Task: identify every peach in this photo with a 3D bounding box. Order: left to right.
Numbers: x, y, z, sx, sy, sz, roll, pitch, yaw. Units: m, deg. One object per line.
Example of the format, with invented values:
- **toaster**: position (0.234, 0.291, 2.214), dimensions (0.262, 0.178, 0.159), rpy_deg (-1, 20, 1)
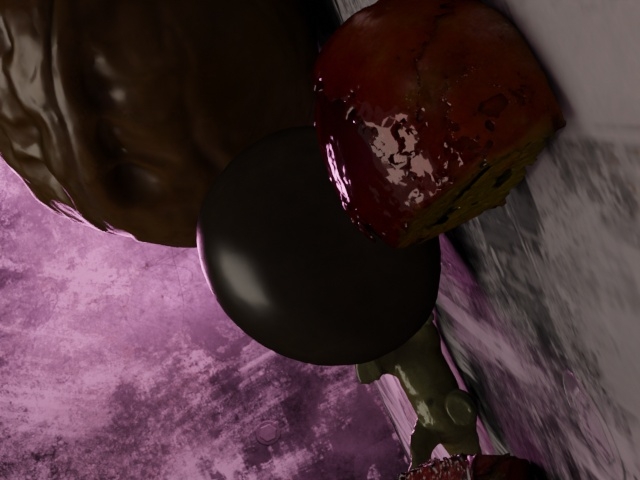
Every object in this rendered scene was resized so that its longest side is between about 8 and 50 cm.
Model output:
- **peach**: position (0.047, -0.052, 0.503), dimensions (0.172, 0.092, 0.127), rpy_deg (-116, 6, -74)

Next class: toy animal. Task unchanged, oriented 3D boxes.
- **toy animal**: position (0.118, 0.166, 1.111), dimensions (0.218, 0.103, 0.101), rpy_deg (64, -164, 7)

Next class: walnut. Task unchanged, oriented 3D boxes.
- **walnut**: position (-0.179, -0.176, 1.039), dimensions (0.397, 0.354, 0.308), rpy_deg (76, -164, -49)

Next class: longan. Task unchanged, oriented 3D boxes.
- **longan**: position (0.000, 0.000, 0.845), dimensions (0.212, 0.198, 0.198), rpy_deg (-83, -24, -55)

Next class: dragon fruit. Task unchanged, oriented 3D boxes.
- **dragon fruit**: position (0.141, 0.243, 0.903), dimensions (0.161, 0.127, 0.120), rpy_deg (131, 134, -59)
